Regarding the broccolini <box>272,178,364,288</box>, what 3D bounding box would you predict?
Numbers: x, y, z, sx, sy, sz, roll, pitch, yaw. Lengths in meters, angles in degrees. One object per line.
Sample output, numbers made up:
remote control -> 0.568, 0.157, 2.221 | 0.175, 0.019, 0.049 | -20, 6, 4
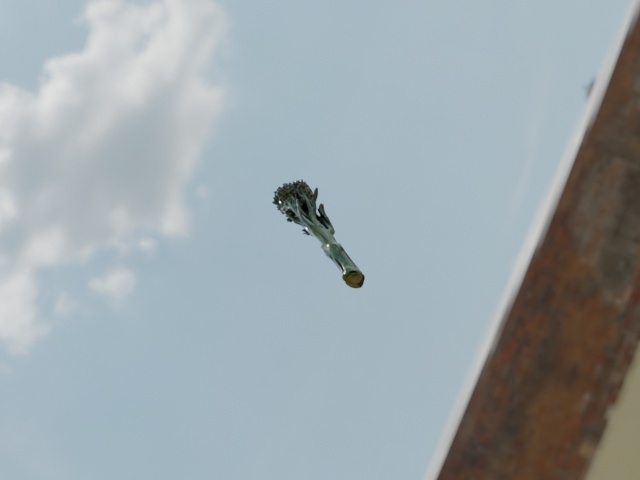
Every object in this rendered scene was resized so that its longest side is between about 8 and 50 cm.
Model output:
broccolini -> 0.000, 0.000, 1.179 | 0.140, 0.030, 0.035 | -125, 35, -54
